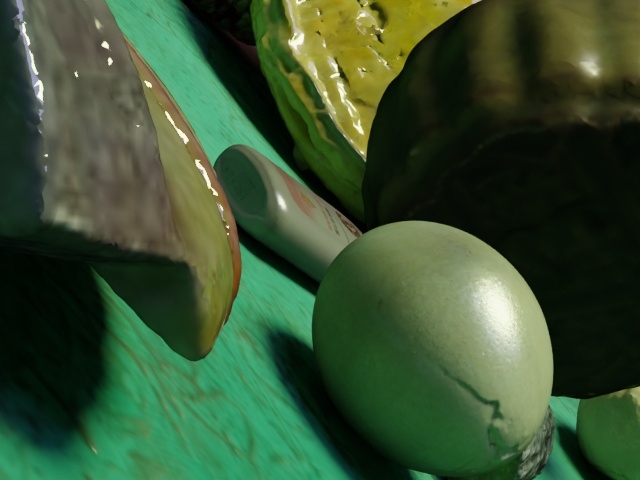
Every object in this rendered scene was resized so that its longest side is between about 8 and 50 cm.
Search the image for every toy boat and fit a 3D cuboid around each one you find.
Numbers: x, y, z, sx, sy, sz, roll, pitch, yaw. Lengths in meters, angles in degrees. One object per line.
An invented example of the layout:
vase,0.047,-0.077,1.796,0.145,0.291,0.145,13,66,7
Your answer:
toy boat,-0.114,-0.067,0.522,0.276,0.111,0.293,46,8,29

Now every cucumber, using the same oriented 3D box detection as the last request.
cucumber,0.103,0.114,0.854,0.064,0.064,0.112,49,10,10

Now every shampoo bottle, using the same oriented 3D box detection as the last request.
shampoo bottle,0.000,0.000,0.929,0.165,0.040,0.080,35,14,-45

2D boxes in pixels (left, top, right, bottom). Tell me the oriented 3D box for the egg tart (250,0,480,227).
egg tart,0.130,-0.137,1.313,0.443,0.178,0.443,36,35,-30

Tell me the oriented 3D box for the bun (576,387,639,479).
bun,0.350,0.136,1.214,0.287,0.287,0.146,4,87,-75

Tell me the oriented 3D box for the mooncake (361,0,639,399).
mooncake,0.172,-0.030,1.037,0.290,0.290,0.161,42,30,-25

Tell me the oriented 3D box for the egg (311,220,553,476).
egg,0.056,0.054,0.740,0.114,0.114,0.152,38,16,-40

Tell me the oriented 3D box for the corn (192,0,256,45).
corn,-0.126,-0.281,1.370,0.253,0.086,0.086,39,12,-21
